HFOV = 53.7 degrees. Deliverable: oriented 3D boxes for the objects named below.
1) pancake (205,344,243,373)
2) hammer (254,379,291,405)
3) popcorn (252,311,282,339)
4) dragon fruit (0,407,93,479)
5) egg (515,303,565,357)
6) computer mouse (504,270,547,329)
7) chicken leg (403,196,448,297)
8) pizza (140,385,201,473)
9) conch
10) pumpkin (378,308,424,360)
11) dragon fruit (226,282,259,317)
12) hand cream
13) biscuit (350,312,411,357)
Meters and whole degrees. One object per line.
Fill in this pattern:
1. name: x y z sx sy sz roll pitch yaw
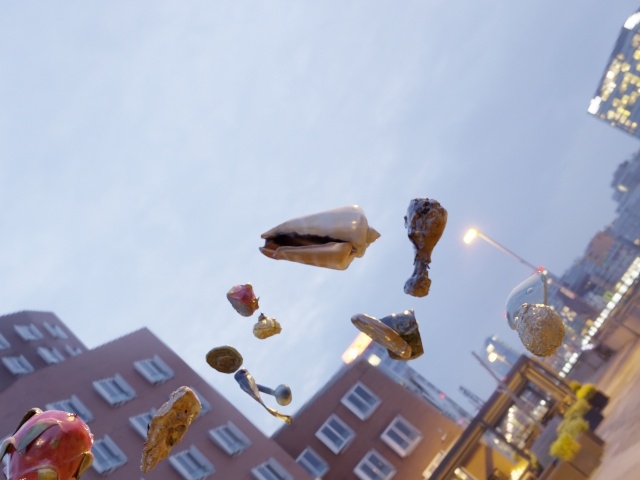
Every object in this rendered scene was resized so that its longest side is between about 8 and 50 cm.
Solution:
1. pancake: -0.265 0.328 1.743 0.017 0.108 0.108 -83 11 -56
2. hammer: -0.209 0.608 2.563 0.116 0.194 0.069 90 -161 -58
3. popcorn: -0.159 0.244 1.829 0.084 0.084 0.084 -41 -26 -26
4. dragon fruit: -0.693 0.547 1.600 0.227 0.224 0.224 -58 -14 -45
5. egg: 0.554 0.225 1.596 0.116 0.118 0.140 -26 -73 -68
6. computer mouse: 0.629 0.192 1.951 0.230 0.079 0.127 105 174 -51
7. chicken leg: 0.232 0.012 1.431 0.107 0.087 0.251 136 147 -65
8. pizza: -0.494 0.618 2.069 0.297 0.071 0.189 -51 -30 -37
9. conch: 0.004 0.007 1.375 0.127 0.255 0.158 69 -161 -48
10. pumpkin: 0.306 0.333 2.407 0.280 0.139 0.190 -91 -17 -69
11. dragon fruit: -0.170 0.134 1.449 0.056 0.060 0.083 -58 -47 -38
12. hand cream: -0.126 0.338 1.360 0.039 0.163 0.062 -42 -34 -17
13. biscuit: 0.197 0.313 2.106 0.041 0.260 0.203 -54 -44 -14
